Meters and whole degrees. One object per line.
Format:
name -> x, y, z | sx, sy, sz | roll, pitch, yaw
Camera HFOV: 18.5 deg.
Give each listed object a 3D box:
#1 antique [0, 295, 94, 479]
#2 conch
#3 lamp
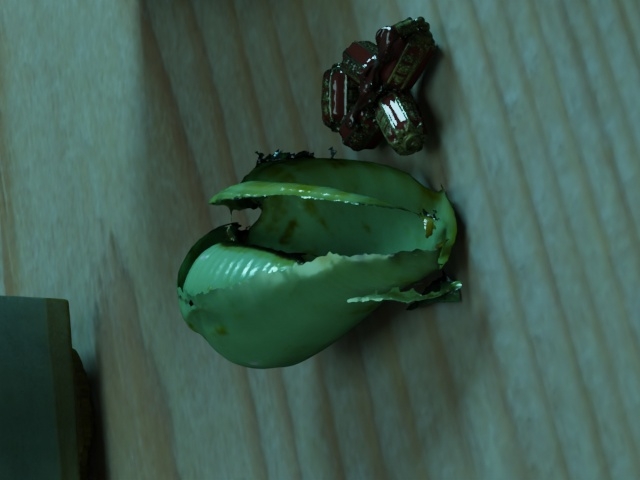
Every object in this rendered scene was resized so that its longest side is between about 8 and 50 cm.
antique -> -0.227, 0.122, 1.234 | 0.147, 0.148, 0.152 | -28, 64, 56
conch -> 0.000, 0.000, 0.922 | 0.170, 0.079, 0.105 | -19, 77, 43
lamp -> 0.024, -0.071, 0.920 | 0.083, 0.031, 0.063 | -175, 88, -65
